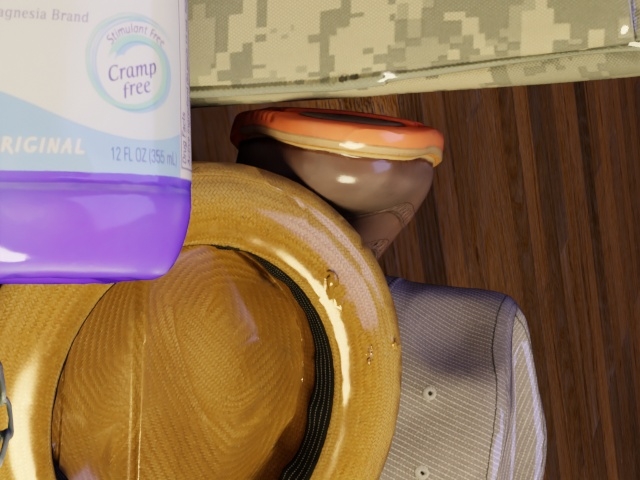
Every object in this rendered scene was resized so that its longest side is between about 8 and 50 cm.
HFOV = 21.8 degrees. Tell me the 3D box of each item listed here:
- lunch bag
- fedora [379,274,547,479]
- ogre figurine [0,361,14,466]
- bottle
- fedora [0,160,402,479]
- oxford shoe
[{"bbox_3d":[0.039,-0.199,0.716,0.212,0.305,0.256,-35,121,-67],"label":"lunch bag"},{"bbox_3d":[0.069,0.120,1.029,0.244,0.124,0.275,57,35,-56],"label":"fedora"},{"bbox_3d":[-0.149,0.066,0.473,0.197,0.096,0.118,80,-4,-68],"label":"ogre figurine"},{"bbox_3d":[-0.106,-0.125,0.576,0.118,0.092,0.283,1,86,-28],"label":"bottle"},{"bbox_3d":[-0.060,0.059,0.684,0.079,0.194,0.194,-148,-132,-68],"label":"fedora"},{"bbox_3d":[0.000,0.000,0.780,0.271,0.096,0.098,120,-24,-80],"label":"oxford shoe"}]
